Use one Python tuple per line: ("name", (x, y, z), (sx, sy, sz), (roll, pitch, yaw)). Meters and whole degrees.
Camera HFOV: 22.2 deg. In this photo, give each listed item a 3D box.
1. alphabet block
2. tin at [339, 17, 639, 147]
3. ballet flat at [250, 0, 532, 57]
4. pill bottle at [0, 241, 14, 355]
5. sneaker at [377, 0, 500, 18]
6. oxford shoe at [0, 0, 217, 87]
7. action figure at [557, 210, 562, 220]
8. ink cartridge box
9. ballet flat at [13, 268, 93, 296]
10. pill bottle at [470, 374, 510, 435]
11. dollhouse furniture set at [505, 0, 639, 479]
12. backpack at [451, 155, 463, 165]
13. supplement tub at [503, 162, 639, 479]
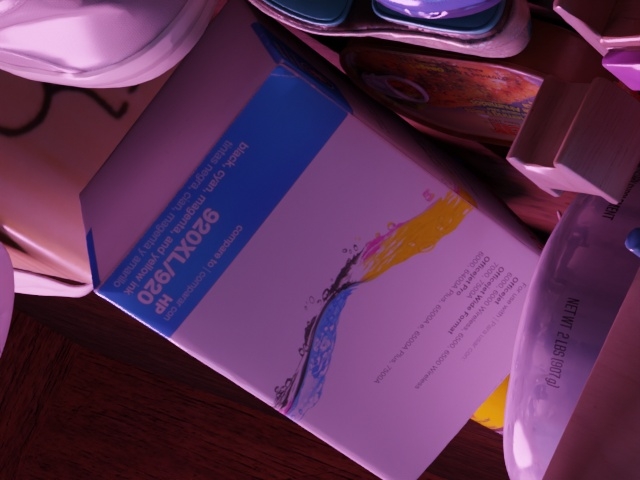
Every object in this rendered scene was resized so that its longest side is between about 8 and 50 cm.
("alphabet block", (-0.223, -0.100, 1.127), (0.197, 0.192, 0.193), (33, 164, -31))
("tin", (0.094, -0.087, 0.900), (0.189, 0.040, 0.106), (14, 160, 43))
("ballet flat", (0.030, -0.122, 0.838), (0.168, 0.057, 0.052), (20, 177, 26))
("pill bottle", (-0.359, 0.020, 1.075), (0.283, 0.160, 0.160), (22, 168, 18))
("sneaker", (0.024, -0.145, 0.753), (0.144, 0.053, 0.059), (20, 165, 20))
("oxford shoe", (-0.266, -0.180, 0.933), (0.449, 0.169, 0.130), (10, 165, 30))
("action figure", (0.246, 0.059, 1.139), (0.280, 0.139, 0.091), (6, -178, -44))
("ink cartridge box", (0.000, 0.000, 0.982), (0.232, 0.168, 0.171), (35, -170, -21))
("ballet flat", (-0.340, -0.064, 1.534), (0.482, 0.182, 0.164), (27, 169, -8))
("pill bottle", (0.110, 0.075, 1.369), (0.215, 0.117, 0.117), (29, 168, -17))
("dollhouse furniture set", (0.201, 0.047, 0.613), (0.198, 0.303, 0.286), (34, 166, -31))
("backpack", (0.059, -0.009, 1.162), (0.101, 0.098, 0.120), (24, 168, -13))
("supplement tub", (0.283, 0.091, 0.848), (0.338, 0.207, 0.207), (15, 165, 26))
